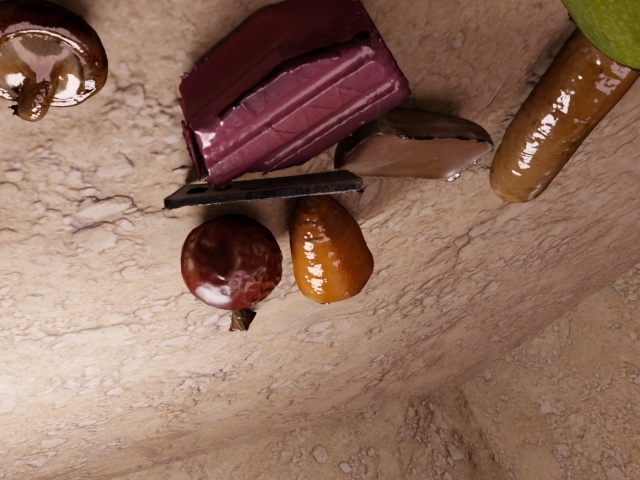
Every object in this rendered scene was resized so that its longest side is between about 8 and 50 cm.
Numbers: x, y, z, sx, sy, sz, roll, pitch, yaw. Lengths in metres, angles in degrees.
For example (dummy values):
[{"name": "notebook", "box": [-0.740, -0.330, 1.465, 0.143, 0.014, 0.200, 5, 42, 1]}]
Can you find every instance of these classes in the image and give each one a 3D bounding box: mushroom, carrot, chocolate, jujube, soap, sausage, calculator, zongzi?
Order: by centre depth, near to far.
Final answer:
[{"name": "mushroom", "box": [-0.273, -0.178, 0.530, 0.127, 0.087, 0.127, -18, 155, -9]}, {"name": "soap", "box": [-0.050, -0.173, 0.672, 0.289, 0.112, 0.182, -32, 149, 17]}, {"name": "calculator", "box": [-0.079, -0.073, 0.762, 0.262, 0.021, 0.161, -5, -167, -4]}, {"name": "chocolate", "box": [0.143, -0.160, 0.862, 0.262, 0.083, 0.161, 0, 162, -29]}, {"name": "sausage", "box": [0.418, -0.233, 0.895, 0.136, 0.123, 0.500, -13, 149, -23]}, {"name": "jujube", "box": [-0.144, 0.042, 0.943, 0.168, 0.168, 0.236, -25, 166, 4]}, {"name": "carrot", "box": [0.000, 0.000, 0.981, 0.159, 0.159, 0.225, -24, 141, 1]}, {"name": "zongzi", "box": [-0.188, 0.190, 1.249, 0.073, 0.067, 0.083, -36, 167, 9]}]

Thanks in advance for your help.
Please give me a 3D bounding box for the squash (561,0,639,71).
[{"name": "squash", "box": [0.284, -0.335, 0.459, 0.309, 0.310, 0.310, 9, 138, -37]}]
